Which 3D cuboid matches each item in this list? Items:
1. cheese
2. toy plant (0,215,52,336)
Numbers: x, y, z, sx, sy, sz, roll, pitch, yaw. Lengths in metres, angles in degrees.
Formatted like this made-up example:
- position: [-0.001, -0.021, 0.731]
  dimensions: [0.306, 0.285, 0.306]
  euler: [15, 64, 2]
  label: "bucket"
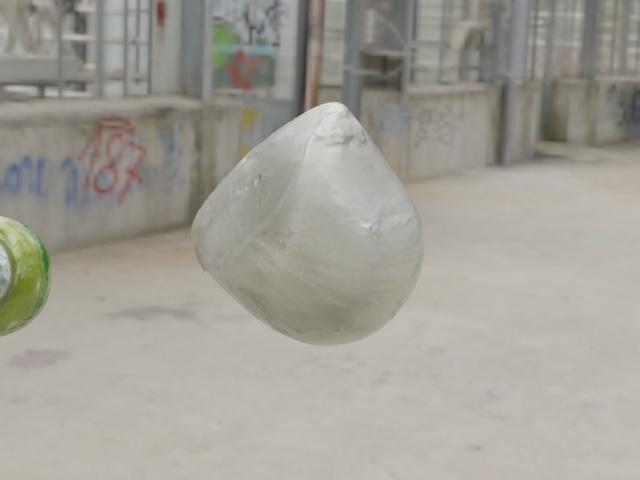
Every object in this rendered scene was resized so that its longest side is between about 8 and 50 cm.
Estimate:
- position: [0.000, 0.000, 1.130]
  dimensions: [0.198, 0.189, 0.154]
  euler: [-38, 20, 30]
  label: "cheese"
- position: [-0.525, 0.045, 1.831]
  dimensions: [0.184, 0.224, 0.316]
  euler: [19, -3, 16]
  label: "toy plant"
